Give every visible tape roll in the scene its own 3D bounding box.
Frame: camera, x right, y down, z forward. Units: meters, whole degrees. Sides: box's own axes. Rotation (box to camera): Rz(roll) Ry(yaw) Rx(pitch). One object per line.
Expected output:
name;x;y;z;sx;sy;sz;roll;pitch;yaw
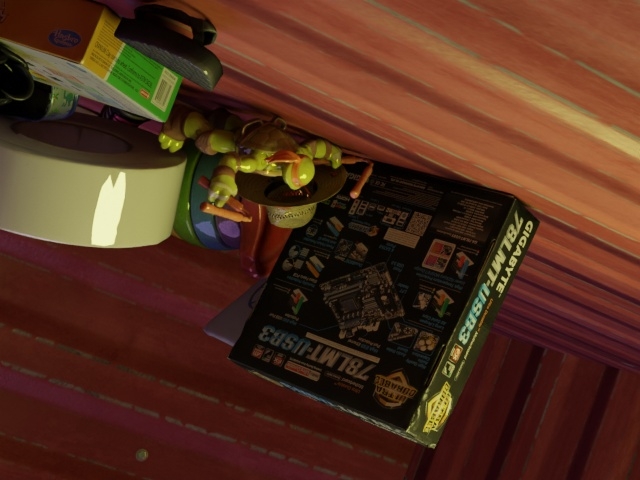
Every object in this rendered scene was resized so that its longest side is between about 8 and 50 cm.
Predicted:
tape roll;-0.309;-0.082;1.841;0.286;0.100;0.286;12;-165;-3

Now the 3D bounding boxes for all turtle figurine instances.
turtle figurine;-0.085;-0.103;1.765;0.217;0.087;0.269;24;-148;38

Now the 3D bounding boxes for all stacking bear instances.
stacking bear;-0.171;-0.068;2.012;0.289;0.175;0.164;10;-162;26

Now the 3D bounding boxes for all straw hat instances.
straw hat;-0.035;-0.049;1.834;0.144;0.061;0.144;-1;-149;1

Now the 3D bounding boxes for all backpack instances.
backpack;-0.333;-0.195;1.827;0.114;0.105;0.084;18;-162;40

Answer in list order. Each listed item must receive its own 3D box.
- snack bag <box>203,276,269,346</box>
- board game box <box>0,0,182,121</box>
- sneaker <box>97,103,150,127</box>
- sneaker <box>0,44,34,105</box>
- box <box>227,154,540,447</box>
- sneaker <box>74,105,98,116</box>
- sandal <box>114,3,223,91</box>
snack bag;0.040;0.062;2.013;0.342;0.323;0.037;19;144;58
board game box;-0.332;-0.227;1.625;0.316;0.064;0.242;19;176;16
sneaker;-0.271;-0.162;2.094;0.063;0.074;0.170;22;175;-20
sneaker;-0.341;-0.156;1.562;0.097;0.084;0.234;19;175;2
box;0.070;0.060;1.789;0.295;0.293;0.073;16;167;42
sneaker;-0.464;-0.166;2.494;0.296;0.147;0.104;20;174;-13
sandal;-0.137;-0.187;1.384;0.097;0.054;0.254;29;-177;-16
